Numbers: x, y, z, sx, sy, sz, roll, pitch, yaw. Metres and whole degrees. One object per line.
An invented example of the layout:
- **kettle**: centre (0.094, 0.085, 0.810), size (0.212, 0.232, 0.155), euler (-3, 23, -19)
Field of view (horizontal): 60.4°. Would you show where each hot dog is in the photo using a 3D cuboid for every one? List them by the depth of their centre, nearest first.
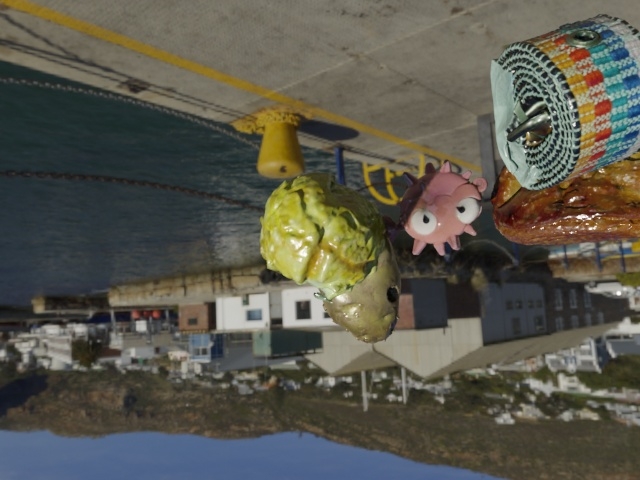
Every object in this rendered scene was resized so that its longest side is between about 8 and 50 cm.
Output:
- **hot dog**: centre (0.540, -0.110, 1.150), size (0.388, 0.266, 0.174), euler (-5, 150, 40)

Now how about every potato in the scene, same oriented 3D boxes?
- **potato**: centre (0.087, 0.093, 1.253), size (0.192, 0.296, 0.141), euler (-17, -175, -4)

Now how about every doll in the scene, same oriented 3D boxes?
- **doll**: centre (0.253, -0.070, 1.238), size (0.262, 0.211, 0.093), euler (-20, 168, 26)

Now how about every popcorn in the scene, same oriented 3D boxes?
- **popcorn**: centre (0.000, 0.000, 0.808), size (0.198, 0.197, 0.212), euler (0, 161, -22)

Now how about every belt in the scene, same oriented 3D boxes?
- **belt**: centre (0.332, -0.186, 0.757), size (0.150, 0.206, 0.257), euler (-18, 179, 0)
